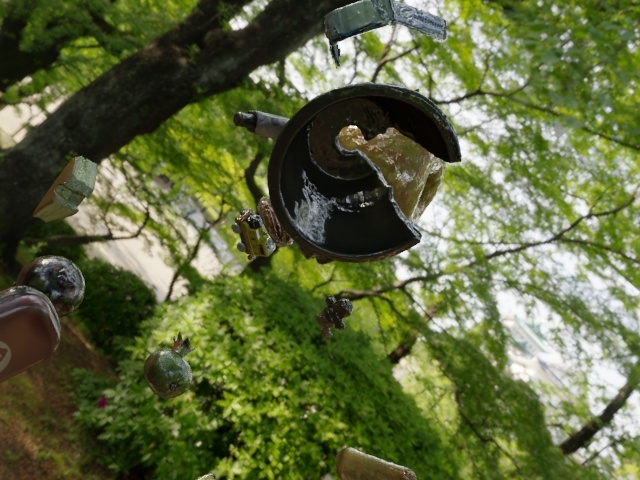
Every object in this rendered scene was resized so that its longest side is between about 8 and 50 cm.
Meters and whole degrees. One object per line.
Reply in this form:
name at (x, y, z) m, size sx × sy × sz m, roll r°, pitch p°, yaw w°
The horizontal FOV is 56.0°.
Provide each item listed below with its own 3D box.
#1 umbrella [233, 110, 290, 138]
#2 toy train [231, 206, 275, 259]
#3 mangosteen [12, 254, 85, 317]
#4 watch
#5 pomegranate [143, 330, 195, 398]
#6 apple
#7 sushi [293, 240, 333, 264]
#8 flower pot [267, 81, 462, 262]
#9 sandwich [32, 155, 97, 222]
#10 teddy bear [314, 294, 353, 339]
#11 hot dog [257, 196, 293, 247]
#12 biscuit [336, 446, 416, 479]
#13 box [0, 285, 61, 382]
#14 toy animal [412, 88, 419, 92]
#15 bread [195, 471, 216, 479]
umbrella at (-0.115, -0.335, 1.805) m, size 0.337 × 0.073 × 0.067 m, roll 5°, pitch 1°, yaw -44°
toy train at (-0.237, -0.022, 2.147) m, size 0.127 × 0.089 × 0.219 m, roll 7°, pitch -54°, yaw 28°
mangosteen at (-0.953, 0.172, 2.096) m, size 0.228 × 0.266 × 0.228 m, roll 36°, pitch 40°, yaw -38°
watch at (0.147, -0.454, 1.303) m, size 0.274 × 0.277 × 0.068 m, roll 0°, pitch 77°, yaw -81°
pomegranate at (-0.444, 0.376, 1.822) m, size 0.131 × 0.191 × 0.152 m, roll 6°, pitch -47°, yaw 24°
apple at (0.153, -0.191, 1.729) m, size 0.347 × 0.391 × 0.391 m, roll 24°, pitch -10°, yaw 20°
sushi at (0.000, 0.000, 1.947) m, size 0.147 × 0.115 × 0.212 m, roll 69°, pitch 15°, yaw 12°
flower pot at (0.067, -0.174, 1.242) m, size 0.379 × 0.379 × 0.251 m, roll 49°, pitch 16°, yaw -28°
sandwich at (-0.775, -0.149, 1.854) m, size 0.088 × 0.244 × 0.090 m, roll 28°, pitch -11°, yaw 39°
teddy bear at (0.030, 0.236, 1.882) m, size 0.078 × 0.160 × 0.119 m, roll 2°, pitch 54°, yaw -44°
hot dog at (-0.156, -0.064, 2.063) m, size 0.099 × 0.053 × 0.192 m, roll -11°, pitch 73°, yaw -55°
biscuit at (0.133, 0.686, 1.572) m, size 0.062 × 0.236 × 0.291 m, roll 9°, pitch -6°, yaw -38°
box at (-0.893, 0.279, 1.578) m, size 0.108 × 0.404 × 0.263 m, roll 39°, pitch -35°, yaw 39°
toy animal at (0.317, -0.390, 1.941) m, size 0.188 × 0.089 × 0.179 m, roll -4°, pitch 77°, yaw -51°
bread at (-0.258, 0.771, 1.578) m, size 0.263 × 0.236 × 0.198 m, roll 44°, pitch 15°, yaw 30°
